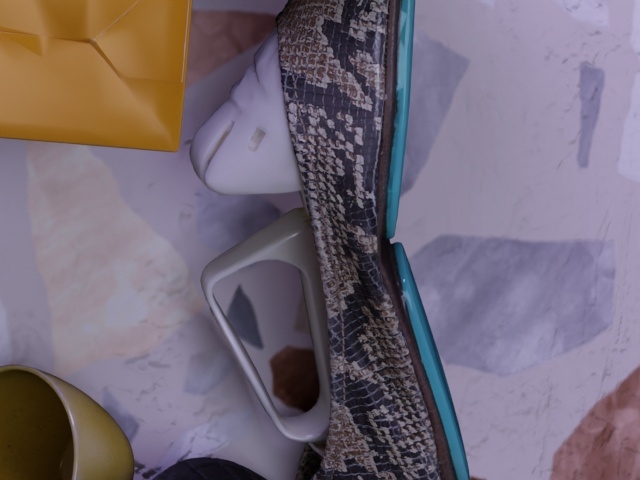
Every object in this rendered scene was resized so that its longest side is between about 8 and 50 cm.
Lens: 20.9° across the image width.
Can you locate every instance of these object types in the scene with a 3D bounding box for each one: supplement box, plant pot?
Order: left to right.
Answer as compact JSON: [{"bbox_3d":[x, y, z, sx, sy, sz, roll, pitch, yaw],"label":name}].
[{"bbox_3d":[-0.208,-0.132,1.131,0.191,0.194,0.129,3,94,-27],"label":"supplement box"},{"bbox_3d":[-0.187,0.158,1.220,0.095,0.134,0.134,14,89,-52],"label":"plant pot"}]

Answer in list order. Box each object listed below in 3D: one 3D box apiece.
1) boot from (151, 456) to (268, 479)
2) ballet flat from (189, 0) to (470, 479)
[{"bbox_3d":[-0.155,0.302,1.216,0.138,0.377,0.284,46,106,16],"label":"boot"},{"bbox_3d":[0.000,0.000,1.245,0.182,0.164,0.482,-7,115,1],"label":"ballet flat"}]
